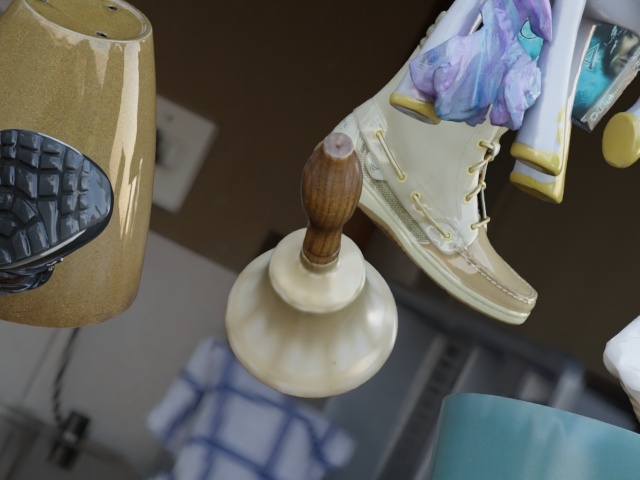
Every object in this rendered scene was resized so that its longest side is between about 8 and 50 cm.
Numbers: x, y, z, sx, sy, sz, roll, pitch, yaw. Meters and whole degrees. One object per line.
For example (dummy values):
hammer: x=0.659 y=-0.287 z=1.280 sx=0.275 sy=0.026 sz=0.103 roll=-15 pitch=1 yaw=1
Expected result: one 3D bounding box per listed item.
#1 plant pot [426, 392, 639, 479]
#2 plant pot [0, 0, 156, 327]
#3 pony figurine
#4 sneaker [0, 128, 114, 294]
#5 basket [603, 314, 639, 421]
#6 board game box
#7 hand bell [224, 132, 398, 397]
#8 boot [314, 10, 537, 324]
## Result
plant pot: x=0.223 y=0.306 z=1.775 sx=0.293 sy=0.235 sz=0.293 roll=18 pitch=-13 yaw=4
plant pot: x=-0.242 y=-0.091 z=1.627 sx=0.237 sy=0.254 sz=0.237 roll=16 pitch=27 yaw=-9
pony figurine: x=0.194 y=-0.237 z=1.408 sx=0.303 sy=0.363 sz=0.351 roll=21 pitch=-4 yaw=42
sneaker: x=-0.241 y=-0.012 z=1.427 sx=0.283 sy=0.107 sz=0.124 roll=-11 pitch=-19 yaw=40
basket: x=0.441 y=0.129 z=1.333 sx=0.328 sy=0.331 sz=0.266 roll=48 pitch=-4 yaw=28
board game box: x=0.259 y=-0.202 z=1.965 sx=0.186 sy=0.126 sz=0.026 roll=34 pitch=-7 yaw=44
hand bell: x=0.000 y=0.000 z=1.221 sx=0.126 sy=0.126 sz=0.242 roll=27 pitch=-27 yaw=10
boot: x=0.151 y=-0.067 z=1.743 sx=0.262 sy=0.203 sz=0.095 roll=44 pitch=15 yaw=5
